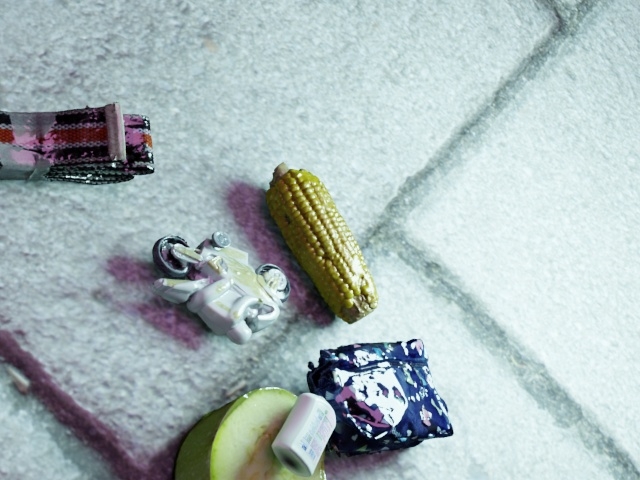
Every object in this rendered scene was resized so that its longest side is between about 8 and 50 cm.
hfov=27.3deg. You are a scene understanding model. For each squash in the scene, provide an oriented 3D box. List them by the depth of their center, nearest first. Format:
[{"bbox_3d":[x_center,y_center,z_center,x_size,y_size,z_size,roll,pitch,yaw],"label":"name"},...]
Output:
[{"bbox_3d":[-0.072,0.305,1.711,0.220,0.133,0.220,16,61,-30],"label":"squash"}]

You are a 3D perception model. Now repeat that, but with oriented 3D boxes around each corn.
[{"bbox_3d":[0.000,0.000,1.935,0.097,0.097,0.261,-23,80,-38],"label":"corn"}]

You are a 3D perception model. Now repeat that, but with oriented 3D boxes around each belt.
[{"bbox_3d":[-0.400,-0.126,1.747,0.359,0.126,0.094,0,75,-26],"label":"belt"}]

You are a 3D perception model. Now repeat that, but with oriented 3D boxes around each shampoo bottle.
[{"bbox_3d":[-0.018,0.244,1.689,0.072,0.043,0.099,56,48,-37],"label":"shampoo bottle"}]

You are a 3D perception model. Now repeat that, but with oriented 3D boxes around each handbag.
[{"bbox_3d":[0.081,0.215,1.836,0.260,0.113,0.162,1,68,-52],"label":"handbag"}]

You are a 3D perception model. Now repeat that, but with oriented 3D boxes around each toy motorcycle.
[{"bbox_3d":[-0.133,0.073,1.827,0.229,0.074,0.151,18,51,-34],"label":"toy motorcycle"}]
